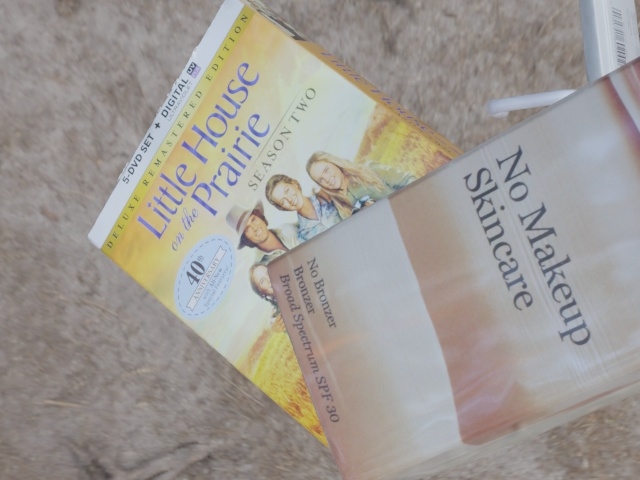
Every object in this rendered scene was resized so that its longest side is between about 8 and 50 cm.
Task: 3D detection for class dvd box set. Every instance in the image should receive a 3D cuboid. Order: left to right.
[{"bbox_3d":[0.000,0.000,1.195,0.420,0.062,0.308,39,108,17],"label":"dvd box set"}]

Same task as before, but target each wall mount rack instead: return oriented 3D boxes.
[{"bbox_3d":[0.258,-0.230,1.250,0.130,0.304,0.350,-6,88,32],"label":"wall mount rack"}]

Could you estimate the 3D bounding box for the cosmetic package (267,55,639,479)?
[{"bbox_3d":[0.135,0.019,0.693,0.296,0.129,0.153,-30,71,27],"label":"cosmetic package"}]
